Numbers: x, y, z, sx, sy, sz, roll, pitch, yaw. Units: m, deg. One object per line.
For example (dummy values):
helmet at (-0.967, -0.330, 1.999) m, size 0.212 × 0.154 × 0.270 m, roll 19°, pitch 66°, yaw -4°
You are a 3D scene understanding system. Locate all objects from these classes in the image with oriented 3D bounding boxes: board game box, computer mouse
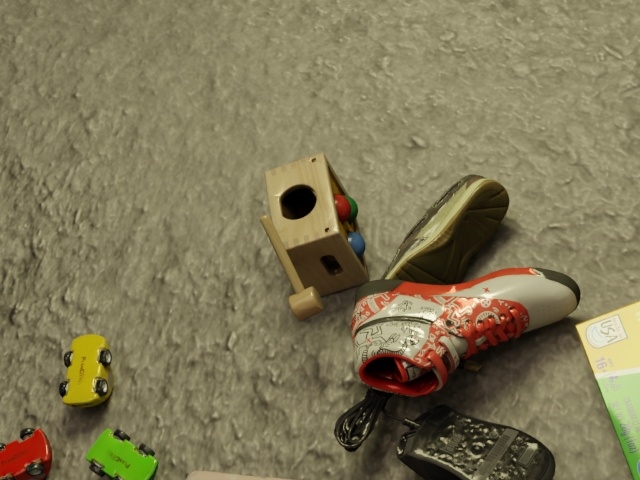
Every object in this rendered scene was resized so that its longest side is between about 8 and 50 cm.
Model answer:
board game box at (0.470, 0.146, 1.815) m, size 0.316 × 0.064 × 0.242 m, roll -22°, pitch 54°, yaw 8°
computer mouse at (0.164, 0.218, 1.906) m, size 0.262 × 0.060 × 0.184 m, roll 15°, pitch 48°, yaw 25°

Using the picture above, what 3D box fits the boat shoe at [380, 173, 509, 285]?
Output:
boat shoe at (0.141, 0.010, 2.031) m, size 0.223 × 0.080 × 0.073 m, roll -49°, pitch 27°, yaw 0°

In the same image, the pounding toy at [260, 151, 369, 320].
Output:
pounding toy at (-0.002, 0.000, 2.023) m, size 0.094 × 0.181 × 0.206 m, roll -18°, pitch 55°, yaw 10°

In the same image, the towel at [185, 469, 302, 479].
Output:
towel at (-0.074, 0.379, 1.810) m, size 0.317 × 0.053 × 0.332 m, roll 2°, pitch 30°, yaw 23°

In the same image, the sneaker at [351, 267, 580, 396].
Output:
sneaker at (0.168, 0.113, 1.910) m, size 0.270 × 0.090 × 0.145 m, roll -3°, pitch 42°, yaw 9°

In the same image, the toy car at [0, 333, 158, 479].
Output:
toy car at (-0.286, 0.256, 2.059) m, size 0.225 × 0.053 × 0.239 m, roll 27°, pitch 73°, yaw 32°
